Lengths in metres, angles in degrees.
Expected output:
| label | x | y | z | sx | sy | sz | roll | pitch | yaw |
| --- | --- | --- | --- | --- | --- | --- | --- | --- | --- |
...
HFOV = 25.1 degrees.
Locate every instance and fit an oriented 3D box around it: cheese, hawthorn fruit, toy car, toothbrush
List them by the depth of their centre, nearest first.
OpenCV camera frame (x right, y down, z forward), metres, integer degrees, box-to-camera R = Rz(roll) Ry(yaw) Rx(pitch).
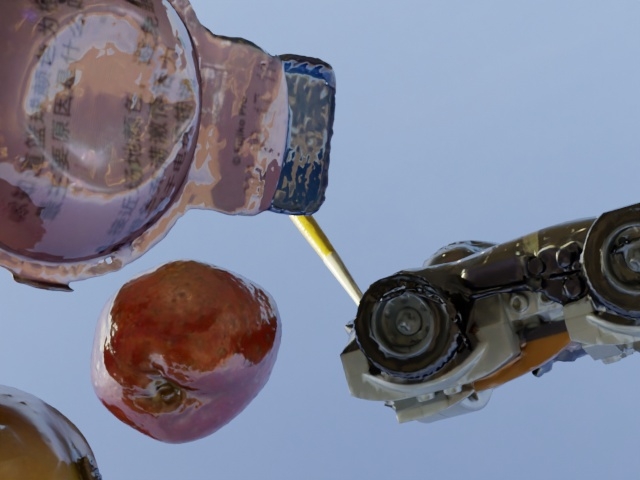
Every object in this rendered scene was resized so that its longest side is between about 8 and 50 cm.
| label | x | y | z | sx | sy | sz | roll | pitch | yaw |
| --- | --- | --- | --- | --- | --- | --- | --- | --- | --- |
| cheese | -0.097 | -0.067 | 0.747 | 0.286 | 0.188 | 0.074 | 3 | -176 | -44 |
| hawthorn fruit | -0.086 | 0.069 | 0.919 | 0.128 | 0.128 | 0.128 | 1 | -143 | -1 |
| toy car | 0.164 | 0.039 | 0.920 | 0.301 | 0.118 | 0.193 | -14 | 176 | 23 |
| toothbrush | 0.000 | 0.000 | 1.292 | 0.021 | 0.024 | 0.288 | -43 | -122 | 11 |

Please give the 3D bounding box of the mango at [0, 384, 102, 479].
| label | x | y | z | sx | sy | sz | roll | pitch | yaw |
| --- | --- | --- | --- | --- | --- | --- | --- | --- | --- |
| mango | -0.206 | 0.143 | 0.683 | 0.236 | 0.136 | 0.166 | -16 | 173 | 22 |
